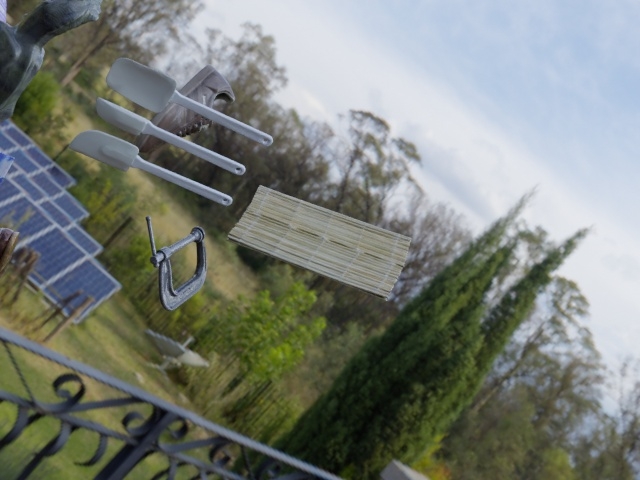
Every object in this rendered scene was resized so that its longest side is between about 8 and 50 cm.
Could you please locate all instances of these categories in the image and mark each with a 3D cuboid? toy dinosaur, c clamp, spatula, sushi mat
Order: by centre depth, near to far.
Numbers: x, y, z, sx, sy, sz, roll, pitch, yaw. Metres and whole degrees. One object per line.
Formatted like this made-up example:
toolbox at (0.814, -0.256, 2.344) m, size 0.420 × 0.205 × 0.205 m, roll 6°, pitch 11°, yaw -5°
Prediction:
toy dinosaur at (-0.267, -0.108, 0.526) m, size 0.118 × 0.268 × 0.064 m, roll 39°, pitch 6°, yaw 26°
spatula at (-0.196, -0.137, 0.974) m, size 0.242 × 0.168 × 0.019 m, roll 23°, pitch 32°, yaw -28°
c clamp at (-0.191, 0.024, 0.982) m, size 0.022 × 0.137 × 0.161 m, roll 3°, pitch 10°, yaw 15°
sushi mat at (0.000, 0.000, 1.298) m, size 0.317 × 0.151 × 0.019 m, roll 20°, pitch -41°, yaw 11°

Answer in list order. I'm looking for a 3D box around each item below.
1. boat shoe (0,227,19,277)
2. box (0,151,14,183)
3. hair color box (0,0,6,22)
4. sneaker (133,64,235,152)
boat shoe at (-0.592, 0.024, 1.274) m, size 0.073 × 0.073 × 0.207 m, roll 29°, pitch -33°, yaw -19°
box at (-0.521, -0.105, 0.956) m, size 0.042 × 0.109 × 0.178 m, roll 29°, pitch 1°, yaw 39°
hair color box at (-0.498, -0.440, 0.894) m, size 0.185 × 0.338 × 0.110 m, roll 1°, pitch 4°, yaw -15°
sneaker at (-0.202, -0.189, 1.082) m, size 0.071 × 0.188 × 0.066 m, roll 43°, pitch -24°, yaw -13°
